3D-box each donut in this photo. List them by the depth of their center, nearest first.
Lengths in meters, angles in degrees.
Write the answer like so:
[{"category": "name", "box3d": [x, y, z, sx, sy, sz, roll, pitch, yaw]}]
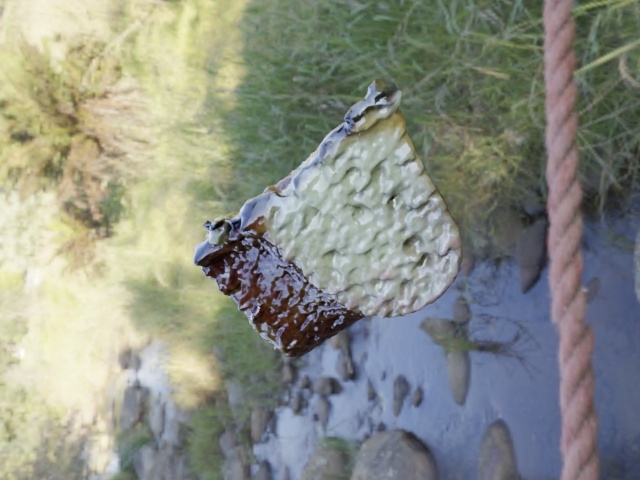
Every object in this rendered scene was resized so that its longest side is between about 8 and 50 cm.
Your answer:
[{"category": "donut", "box3d": [0.009, -0.006, 0.530, 0.126, 0.186, 0.144, 57, -161, -4]}]
